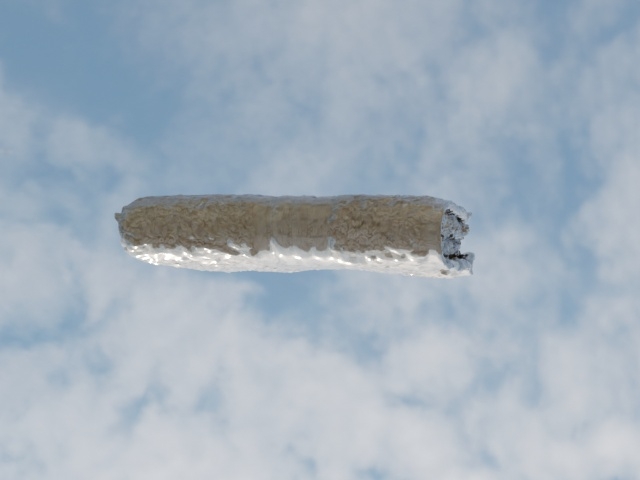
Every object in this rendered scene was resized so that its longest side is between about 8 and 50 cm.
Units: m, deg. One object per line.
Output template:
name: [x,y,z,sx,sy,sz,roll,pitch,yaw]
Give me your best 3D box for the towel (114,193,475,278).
towel: [0.000,0.000,0.842,0.187,0.282,0.049,0,-91,11]
